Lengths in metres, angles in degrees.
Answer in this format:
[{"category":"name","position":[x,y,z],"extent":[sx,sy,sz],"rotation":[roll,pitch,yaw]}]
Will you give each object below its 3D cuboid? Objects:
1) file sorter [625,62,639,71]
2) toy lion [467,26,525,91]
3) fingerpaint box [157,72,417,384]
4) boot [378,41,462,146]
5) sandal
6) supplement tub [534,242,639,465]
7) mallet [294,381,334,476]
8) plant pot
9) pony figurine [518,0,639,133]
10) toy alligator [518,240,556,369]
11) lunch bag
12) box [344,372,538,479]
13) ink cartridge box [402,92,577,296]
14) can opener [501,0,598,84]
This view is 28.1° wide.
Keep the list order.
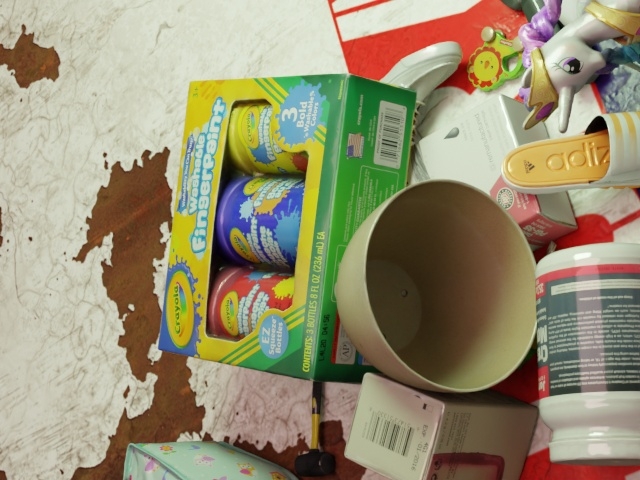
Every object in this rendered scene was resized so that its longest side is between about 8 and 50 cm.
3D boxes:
[{"category":"file sorter","position":[0.472,-0.375,1.711],"extent":[0.173,0.193,0.277],"rotation":[-28,63,38]},{"category":"toy lion","position":[0.273,-0.274,1.971],"extent":[0.100,0.034,0.096],"rotation":[26,104,42]},{"category":"fingerpaint box","position":[-0.061,-0.023,1.971],"extent":[0.371,0.163,0.444],"rotation":[6,88,47]},{"category":"boot","position":[0.140,-0.206,2.042],"extent":[0.258,0.095,0.123],"rotation":[-33,66,41]},{"category":"sandal","position":[0.377,-0.120,1.735],"extent":[0.265,0.076,0.102],"rotation":[-12,68,4]},{"category":"supplement tub","position":[0.378,0.151,1.666],"extent":[0.191,0.191,0.272],"rotation":[-11,72,40]},{"category":"mallet","position":[-0.001,0.289,2.077],"extent":[0.062,0.039,0.189],"rotation":[-3,74,42]},{"category":"plant pot","position":[0.132,0.076,1.754],"extent":[0.191,0.284,0.284],"rotation":[-24,63,58]},{"category":"pony figurine","position":[0.334,-0.338,1.535],"extent":[0.363,0.303,0.351],"rotation":[-36,55,18]},{"category":"toy alligator","position":[0.325,0.098,1.824],"extent":[0.051,0.056,0.189],"rotation":[17,90,1]},{"category":"lunch bag","position":[-0.163,0.426,2.059],"extent":[0.262,0.223,0.160],"rotation":[18,98,41]},{"category":"box","position":[0.171,0.268,1.792],"extent":[0.149,0.232,0.127],"rotation":[17,94,43]},{"category":"ink cartridge box","position":[0.213,-0.056,1.910],"extent":[0.283,0.117,0.207],"rotation":[-30,63,33]},{"category":"can opener","position":[0.334,-0.340,1.916],"extent":[0.093,0.074,0.280],"rotation":[108,147,-53]}]
